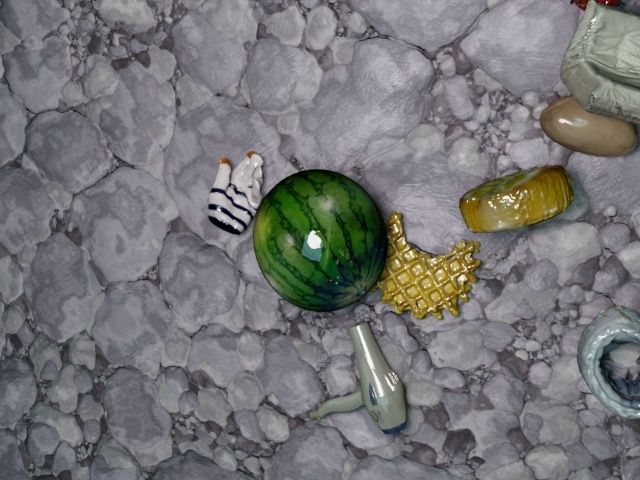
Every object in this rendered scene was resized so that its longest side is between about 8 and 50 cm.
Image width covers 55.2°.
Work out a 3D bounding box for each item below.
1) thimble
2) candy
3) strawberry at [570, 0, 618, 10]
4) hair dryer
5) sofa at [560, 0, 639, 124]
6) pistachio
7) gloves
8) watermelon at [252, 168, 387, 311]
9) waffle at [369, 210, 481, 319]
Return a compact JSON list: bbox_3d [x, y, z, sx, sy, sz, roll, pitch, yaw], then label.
[{"bbox_3d":[0.713,0.283,1.437,0.204,0.172,0.250,-10,97,19],"label":"thimble"},{"bbox_3d":[0.448,-0.097,1.416,0.259,0.260,0.118,-16,97,18],"label":"candy"},{"bbox_3d":[0.618,-0.611,1.343,0.201,0.187,0.184,-29,132,-7],"label":"strawberry"},{"bbox_3d":[0.091,0.369,1.681,0.298,0.119,0.296,-1,92,29],"label":"hair dryer"},{"bbox_3d":[0.651,-0.370,1.298,0.210,0.226,0.176,13,128,-8],"label":"sofa"},{"bbox_3d":[0.621,-0.264,1.412,0.225,0.136,0.136,18,103,3],"label":"pistachio"},{"bbox_3d":[-0.221,-0.137,1.685,0.140,0.131,0.219,19,72,15],"label":"gloves"},{"bbox_3d":[0.000,0.000,1.517,0.362,0.363,0.364,2,99,16],"label":"watermelon"},{"bbox_3d":[0.257,0.081,1.595,0.292,0.069,0.260,19,102,14],"label":"waffle"}]
